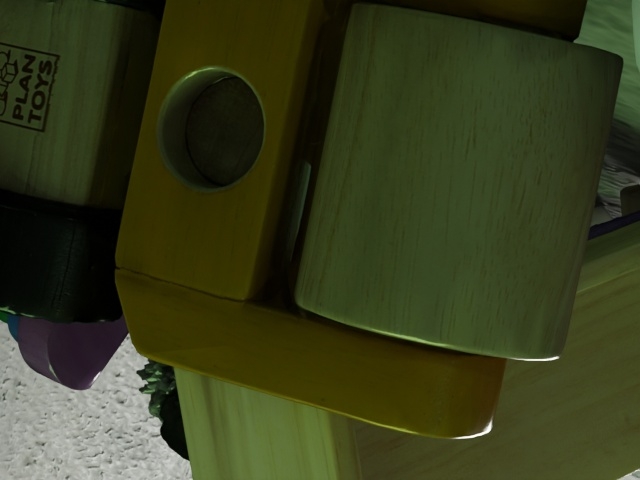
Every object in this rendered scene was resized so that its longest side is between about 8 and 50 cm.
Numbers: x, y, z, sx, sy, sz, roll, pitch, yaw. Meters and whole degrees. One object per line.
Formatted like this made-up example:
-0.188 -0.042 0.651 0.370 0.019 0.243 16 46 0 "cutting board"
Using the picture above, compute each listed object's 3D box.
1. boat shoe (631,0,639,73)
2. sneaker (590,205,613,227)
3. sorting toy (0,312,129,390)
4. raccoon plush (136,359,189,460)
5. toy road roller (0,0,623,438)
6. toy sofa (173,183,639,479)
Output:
0.211 -0.026 0.699 0.119 0.121 0.335 25 175 30 "boat shoe"
0.215 0.091 1.310 0.169 0.108 0.292 57 -178 15 "sneaker"
-0.231 -0.066 1.033 0.126 0.127 0.365 18 144 46 "sorting toy"
-0.004 -0.031 1.243 0.216 0.299 0.446 6 -150 -23 "raccoon plush"
-0.004 -0.047 0.857 0.329 0.202 0.240 14 -174 29 "toy road roller"
0.087 0.082 1.013 0.362 0.150 0.177 -19 -161 -36 "toy sofa"
